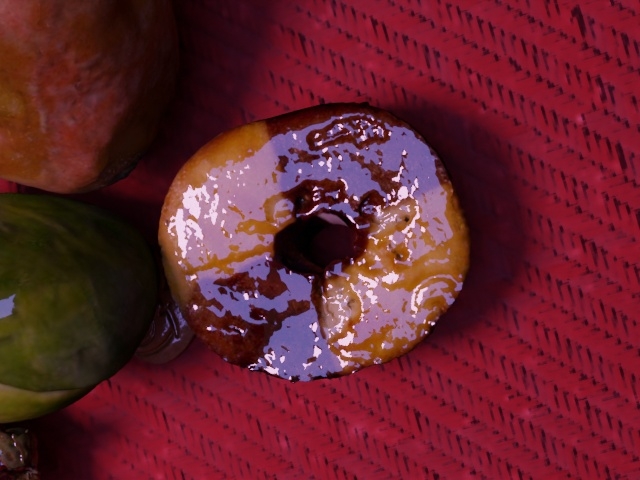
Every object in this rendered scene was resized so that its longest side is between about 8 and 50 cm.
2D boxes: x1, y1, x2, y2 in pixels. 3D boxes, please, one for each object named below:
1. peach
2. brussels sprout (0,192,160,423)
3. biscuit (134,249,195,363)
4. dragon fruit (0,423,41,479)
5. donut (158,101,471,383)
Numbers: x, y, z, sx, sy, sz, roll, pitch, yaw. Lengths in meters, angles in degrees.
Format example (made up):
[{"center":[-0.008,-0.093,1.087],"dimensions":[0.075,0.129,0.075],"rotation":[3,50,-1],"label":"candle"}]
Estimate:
[{"center":[-0.178,-0.136,0.673],"dimensions":[0.214,0.214,0.235],"rotation":[-35,107,14],"label":"peach"},{"center":[-0.190,0.033,0.693],"dimensions":[0.183,0.145,0.131],"rotation":[6,142,1],"label":"brussels sprout"},{"center":[-0.124,0.043,0.773],"dimensions":[0.091,0.015,0.078],"rotation":[34,102,8],"label":"biscuit"},{"center":[-0.269,0.137,0.746],"dimensions":[0.172,0.166,0.160],"rotation":[-5,52,-15],"label":"dragon fruit"},{"center":[0.000,0.000,0.710],"dimensions":[0.184,0.073,0.166],"rotation":[-27,88,14],"label":"donut"}]
